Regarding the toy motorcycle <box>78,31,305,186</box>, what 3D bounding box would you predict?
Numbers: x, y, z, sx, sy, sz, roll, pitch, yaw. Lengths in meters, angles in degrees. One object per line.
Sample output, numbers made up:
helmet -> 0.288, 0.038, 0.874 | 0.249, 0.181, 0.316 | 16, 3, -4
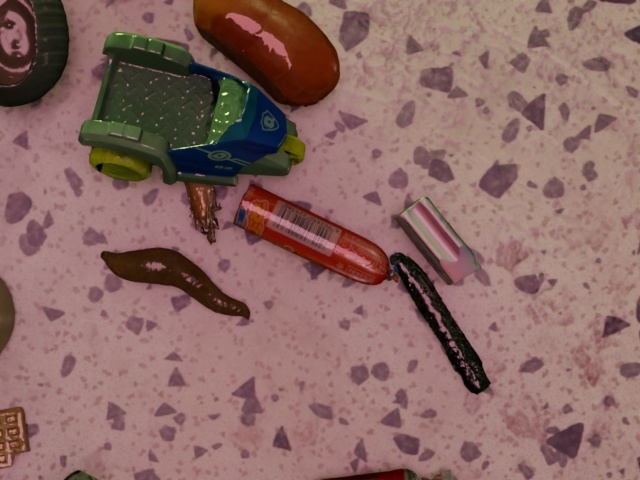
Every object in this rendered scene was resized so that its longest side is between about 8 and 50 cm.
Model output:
toy motorcycle -> -0.179, -0.182, 1.776 | 0.326, 0.200, 0.191 | 12, 73, -1

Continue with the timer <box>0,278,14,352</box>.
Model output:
timer -> -0.546, 0.110, 1.718 | 0.175, 0.266, 0.175 | 0, 87, -5

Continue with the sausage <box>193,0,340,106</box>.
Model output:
sausage -> -0.082, -0.309, 1.841 | 0.258, 0.133, 0.133 | 38, 86, 2

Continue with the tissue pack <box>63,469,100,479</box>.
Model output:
tissue pack -> -0.405, 0.456, 1.762 | 0.073, 0.173, 0.235 | 32, 85, -2

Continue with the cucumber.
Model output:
cucumber -> 0.188, 0.126, 1.884 | 0.044, 0.043, 0.257 | -32, 89, -10

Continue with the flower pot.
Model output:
flower pot -> -0.473, -0.320, 1.796 | 0.189, 0.157, 0.243 | -14, 88, -6

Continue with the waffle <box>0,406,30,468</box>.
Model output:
waffle -> -0.512, 0.309, 1.836 | 0.135, 0.021, 0.092 | -9, 87, -4

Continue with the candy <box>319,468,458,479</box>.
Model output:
candy -> 0.072, 0.401, 1.856 | 0.292, 0.059, 0.086 | -6, 85, -5

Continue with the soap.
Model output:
soap -> 0.182, 0.005, 1.859 | 0.056, 0.100, 0.149 | -39, 92, -2

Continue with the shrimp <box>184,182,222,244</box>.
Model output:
shrimp -> -0.151, -0.088, 1.872 | 0.124, 0.034, 0.178 | -14, 79, -7

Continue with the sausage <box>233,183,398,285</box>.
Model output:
sausage -> 0.000, 0.000, 1.860 | 0.274, 0.074, 0.074 | 25, 86, -3

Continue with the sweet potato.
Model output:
sweet potato -> -0.217, 0.055, 1.851 | 0.249, 0.059, 0.069 | 21, 106, -7
